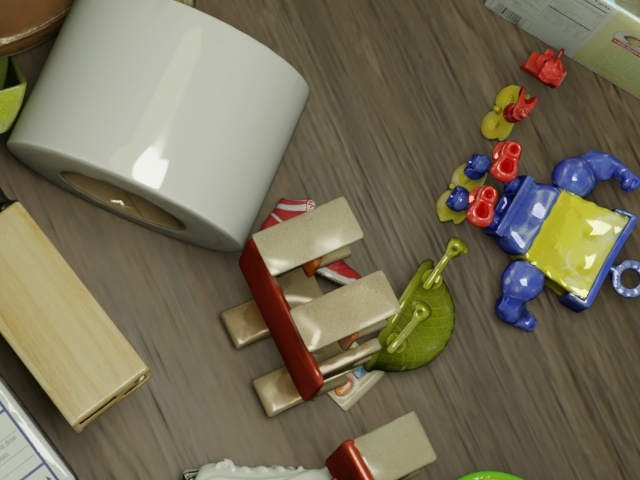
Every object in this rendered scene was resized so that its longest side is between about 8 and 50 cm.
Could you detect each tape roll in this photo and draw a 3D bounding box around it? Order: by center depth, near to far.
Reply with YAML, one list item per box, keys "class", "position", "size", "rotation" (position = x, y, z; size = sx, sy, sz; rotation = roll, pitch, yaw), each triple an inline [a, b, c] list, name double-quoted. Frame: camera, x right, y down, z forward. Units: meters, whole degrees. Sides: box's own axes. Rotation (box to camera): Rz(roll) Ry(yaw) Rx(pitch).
- class: "tape roll"
  position: [-0.152, -0.112, 1.620]
  size: [0.246, 0.246, 0.169]
  rotation: [24, 79, -2]

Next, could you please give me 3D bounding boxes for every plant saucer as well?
- class: "plant saucer"
  position: [-0.371, -0.119, 1.641]
  size: [0.188, 0.188, 0.045]
  rotation: [-18, 109, -8]

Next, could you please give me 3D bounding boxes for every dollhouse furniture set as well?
- class: "dollhouse furniture set"
  position: [-0.013, 0.120, 1.571]
  size: [0.135, 0.262, 0.259]
  rotation: [-23, 77, -16]

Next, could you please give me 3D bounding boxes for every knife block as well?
- class: "knife block"
  position: [-0.287, 0.028, 1.594]
  size: [0.088, 0.275, 0.242]
  rotation: [-38, 117, -9]

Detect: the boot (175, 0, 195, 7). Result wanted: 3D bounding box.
- class: "boot"
  position: [-0.232, -0.299, 1.723]
  size: [0.165, 0.077, 0.213]
  rotation: [-26, 80, -10]

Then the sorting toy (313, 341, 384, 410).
- class: "sorting toy"
  position: [0.015, 0.140, 1.719]
  size: [0.083, 0.012, 0.062]
  rotation: [-43, 89, -10]

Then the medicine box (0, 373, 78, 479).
- class: "medicine box"
  position: [-0.413, 0.193, 1.597]
  size: [0.263, 0.149, 0.289]
  rotation: [-37, 87, -10]

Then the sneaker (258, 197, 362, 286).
- class: "sneaker"
  position: [0.000, 0.000, 1.722]
  size: [0.118, 0.042, 0.067]
  rotation: [27, 83, 0]

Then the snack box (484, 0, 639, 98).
- class: "snack box"
  position: [0.329, -0.201, 1.713]
  size: [0.322, 0.187, 0.060]
  rotation: [31, 80, -2]

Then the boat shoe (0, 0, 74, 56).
- class: "boat shoe"
  position: [-0.359, -0.208, 1.654]
  size: [0.307, 0.104, 0.111]
  rotation: [-19, 108, 3]

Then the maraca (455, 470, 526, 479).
- class: "maraca"
  position: [0.156, 0.309, 1.672]
  size: [0.127, 0.099, 0.186]
  rotation: [11, 107, -2]

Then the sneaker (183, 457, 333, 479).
- class: "sneaker"
  position: [-0.063, 0.256, 1.654]
  size: [0.292, 0.110, 0.118]
  rotation: [-22, 76, -9]

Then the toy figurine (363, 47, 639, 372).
- class: "toy figurine"
  position: [0.222, 0.016, 1.678]
  size: [0.217, 0.191, 0.363]
  rotation: [30, 81, -6]
